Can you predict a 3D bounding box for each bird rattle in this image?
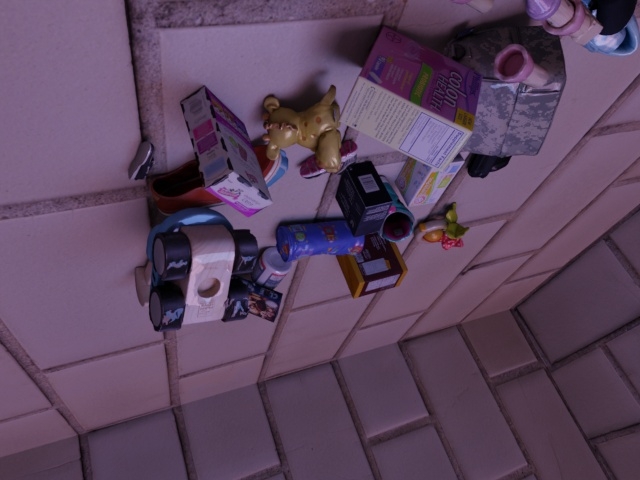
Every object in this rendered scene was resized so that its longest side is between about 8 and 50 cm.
[{"bbox_3d":[0.466,-0.042,1.953,0.206,0.143,0.253,-8,165,-2],"label":"bird rattle"}]

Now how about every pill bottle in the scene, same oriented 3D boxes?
[{"bbox_3d":[-0.182,0.113,1.716,0.107,0.108,0.180,0,146,-36],"label":"pill bottle"}]

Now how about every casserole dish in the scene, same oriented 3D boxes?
[{"bbox_3d":[-0.162,-0.167,1.305,0.188,0.037,0.114,-36,150,23],"label":"casserole dish"}]

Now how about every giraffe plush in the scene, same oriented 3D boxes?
[{"bbox_3d":[-0.043,-0.249,1.135,0.170,0.182,0.210,-1,164,6],"label":"giraffe plush"}]

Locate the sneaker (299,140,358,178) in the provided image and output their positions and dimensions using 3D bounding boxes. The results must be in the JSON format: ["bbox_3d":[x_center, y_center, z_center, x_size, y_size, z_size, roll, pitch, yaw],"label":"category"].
[{"bbox_3d":[0.028,-0.203,1.348,0.170,0.063,0.075,-27,147,-1],"label":"sneaker"}]

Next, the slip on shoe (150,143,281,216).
[{"bbox_3d":[-0.250,-0.152,1.188,0.330,0.123,0.101,-19,149,4],"label":"slip on shoe"}]

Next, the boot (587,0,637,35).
[{"bbox_3d":[0.586,-0.563,0.985,0.094,0.247,0.207,10,178,31],"label":"boot"}]

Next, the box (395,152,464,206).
[{"bbox_3d":[0.327,-0.207,1.519,0.114,0.103,0.203,-11,151,-22],"label":"box"}]

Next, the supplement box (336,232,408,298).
[{"bbox_3d":[0.186,0.083,1.841,0.193,0.192,0.129,-13,152,-16],"label":"supplement box"}]

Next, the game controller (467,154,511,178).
[{"bbox_3d":[0.576,-0.317,1.570,0.166,0.067,0.319,-29,156,-20],"label":"game controller"}]

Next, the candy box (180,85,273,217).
[{"bbox_3d":[-0.196,-0.181,1.038,0.071,0.234,0.159,-29,152,13],"label":"candy box"}]

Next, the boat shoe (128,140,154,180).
[{"bbox_3d":[-0.391,-0.175,1.110,0.038,0.046,0.125,3,146,-40],"label":"boat shoe"}]

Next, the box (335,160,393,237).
[{"bbox_3d":[0.124,-0.121,1.469,0.093,0.156,0.158,-13,152,-19],"label":"box"}]

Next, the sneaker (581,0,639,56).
[{"bbox_3d":[0.631,-0.512,1.142,0.365,0.150,0.135,-3,146,-33],"label":"sneaker"}]

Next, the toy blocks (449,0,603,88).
[{"bbox_3d":[0.365,-0.479,0.856,0.259,0.289,0.309,1,148,-43],"label":"toy blocks"}]

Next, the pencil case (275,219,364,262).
[{"bbox_3d":[0.000,0.000,1.636,0.305,0.120,0.133,-5,159,-30],"label":"pencil case"}]

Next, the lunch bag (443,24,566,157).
[{"bbox_3d":[0.417,-0.355,1.206,0.255,0.213,0.305,-2,153,7],"label":"lunch bag"}]

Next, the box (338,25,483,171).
[{"bbox_3d":[0.191,-0.295,1.028,0.242,0.214,0.117,26,141,-3],"label":"box"}]

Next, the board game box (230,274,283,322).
[{"bbox_3d":[-0.257,0.192,1.722,0.243,0.042,0.165,21,146,2],"label":"board game box"}]

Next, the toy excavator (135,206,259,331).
[{"bbox_3d":[-0.374,0.073,1.314,0.222,0.445,0.433,-4,122,-33],"label":"toy excavator"}]

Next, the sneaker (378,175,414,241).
[{"bbox_3d":[0.234,-0.068,1.618,0.123,0.179,0.295,-26,153,7],"label":"sneaker"}]
